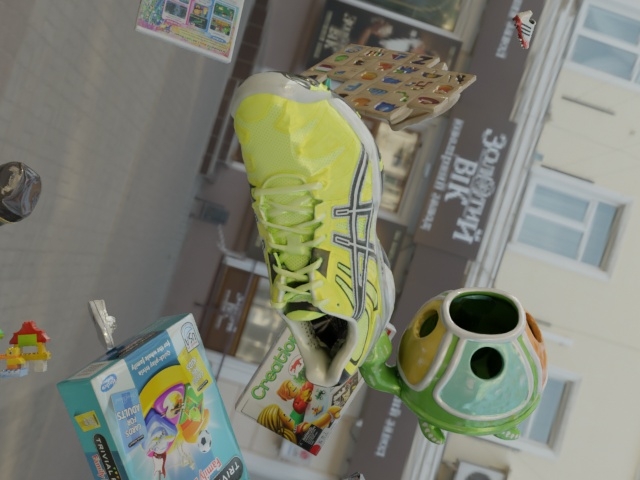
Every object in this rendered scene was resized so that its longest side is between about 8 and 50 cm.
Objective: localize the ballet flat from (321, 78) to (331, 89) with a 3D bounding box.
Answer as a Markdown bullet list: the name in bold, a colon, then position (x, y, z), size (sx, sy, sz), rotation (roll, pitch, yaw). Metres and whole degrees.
- **ballet flat**: position (-0.026, -0.232, 1.588), size (0.247, 0.087, 0.083), rotation (-54, -157, 23)

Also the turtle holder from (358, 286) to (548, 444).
- **turtle holder**: position (0.231, 0.187, 1.332), size (0.243, 0.320, 0.228), rotation (-53, 155, -41)

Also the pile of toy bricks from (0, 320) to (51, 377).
- **pile of toy bricks**: position (-0.546, 0.164, 1.214), size (0.118, 0.212, 0.105), rotation (40, 45, -86)

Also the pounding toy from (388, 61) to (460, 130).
- **pounding toy**: position (0.174, -0.327, 1.555), size (0.154, 0.155, 0.269), rotation (-28, -152, 8)

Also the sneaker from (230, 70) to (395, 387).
- **sneaker**: position (0.000, 0.000, 0.840), size (0.147, 0.145, 0.385), rotation (-68, 146, -48)

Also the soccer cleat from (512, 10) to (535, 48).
- **soccer cleat**: position (0.357, -0.365, 1.340), size (0.083, 0.035, 0.029), rotation (50, 19, -53)

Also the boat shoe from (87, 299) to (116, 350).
- **boat shoe**: position (-0.360, 0.140, 1.297), size (0.100, 0.035, 0.035), rotation (56, -37, 34)

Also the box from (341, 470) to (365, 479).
- **box**: position (0.067, 0.646, 1.341), size (0.396, 0.211, 0.293), rotation (64, -1, 10)

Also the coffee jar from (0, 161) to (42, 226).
- **coffee jar**: position (-0.540, -0.064, 1.266), size (0.184, 0.079, 0.096), rotation (-15, -132, 35)

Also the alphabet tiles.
- **alphabet tiles**: position (0.084, -0.224, 1.079), size (0.198, 0.237, 0.009), rotation (-40, 136, -39)

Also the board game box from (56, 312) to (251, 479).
- **board game box**: position (-0.252, 0.322, 1.248), size (0.254, 0.079, 0.336), rotation (-36, 111, -58)

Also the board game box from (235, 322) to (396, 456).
- **board game box**: position (-0.011, 0.254, 1.547), size (0.305, 0.193, 0.053), rotation (-58, -172, 5)

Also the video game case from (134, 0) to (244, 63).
- **video game case**: position (-0.199, -0.369, 1.203), size (0.019, 0.157, 0.143), rotation (2, -101, 61)
